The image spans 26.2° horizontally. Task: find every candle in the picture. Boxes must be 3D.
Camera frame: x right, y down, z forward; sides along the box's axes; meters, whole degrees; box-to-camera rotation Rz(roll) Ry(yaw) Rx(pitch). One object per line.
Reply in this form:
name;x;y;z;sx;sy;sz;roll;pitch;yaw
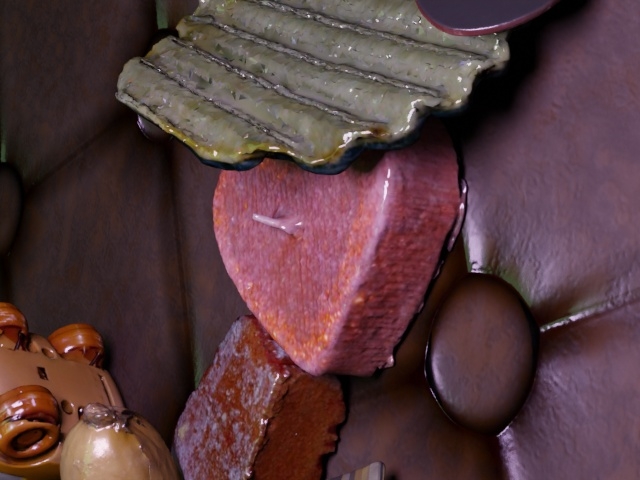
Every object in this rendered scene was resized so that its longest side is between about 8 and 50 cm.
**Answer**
candle;0.000;0.000;1.421;0.317;0.131;0.287;-13;77;52

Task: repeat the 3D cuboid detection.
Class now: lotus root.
lotus root;-0.214;0.306;1.553;0.146;0.131;0.303;-93;-14;-57

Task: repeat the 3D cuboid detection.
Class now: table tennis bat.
table tennis bat;0.149;-0.278;1.289;0.154;0.021;0.274;-24;42;6

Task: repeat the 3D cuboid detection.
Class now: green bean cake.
green bean cake;-0.061;0.211;1.493;0.232;0.097;0.198;-62;41;26

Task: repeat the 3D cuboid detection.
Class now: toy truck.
toy truck;-0.373;0.227;1.774;0.211;0.288;0.204;-46;52;24

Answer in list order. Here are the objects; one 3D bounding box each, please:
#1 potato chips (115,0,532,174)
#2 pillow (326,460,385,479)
potato chips;0.001;-0.203;1.358;0.429;0.070;0.358;23;64;43
pillow;-0.020;0.334;1.341;0.212;0.052;0.208;-24;43;23
